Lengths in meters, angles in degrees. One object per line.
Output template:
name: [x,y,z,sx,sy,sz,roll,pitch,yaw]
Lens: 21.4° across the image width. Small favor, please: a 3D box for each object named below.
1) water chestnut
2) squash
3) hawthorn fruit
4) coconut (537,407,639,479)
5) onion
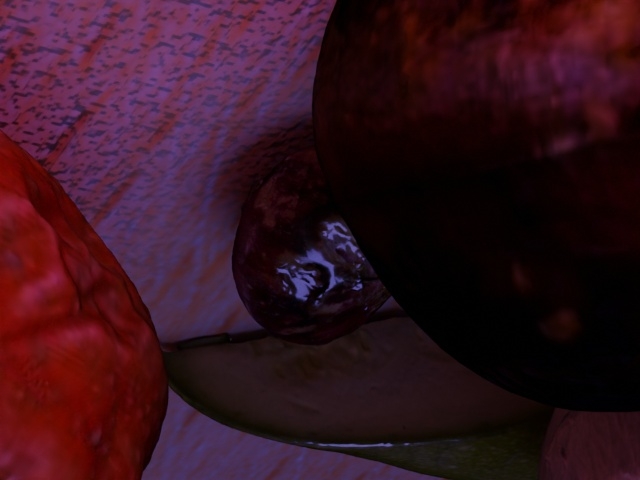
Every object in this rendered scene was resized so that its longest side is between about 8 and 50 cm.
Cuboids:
water chestnut: [0.160,-0.090,0.656,0.350,0.302,0.350,-12,179,0]
squash: [0.053,0.079,0.967,0.252,0.093,0.169,19,131,-41]
hawthorn fruit: [-0.192,0.056,0.712,0.258,0.258,0.262,-5,122,-19]
coconut: [0.289,0.173,0.841,0.346,0.360,0.346,0,116,0]
onion: [0.000,0.000,0.848,0.107,0.097,0.107,-35,144,-30]
